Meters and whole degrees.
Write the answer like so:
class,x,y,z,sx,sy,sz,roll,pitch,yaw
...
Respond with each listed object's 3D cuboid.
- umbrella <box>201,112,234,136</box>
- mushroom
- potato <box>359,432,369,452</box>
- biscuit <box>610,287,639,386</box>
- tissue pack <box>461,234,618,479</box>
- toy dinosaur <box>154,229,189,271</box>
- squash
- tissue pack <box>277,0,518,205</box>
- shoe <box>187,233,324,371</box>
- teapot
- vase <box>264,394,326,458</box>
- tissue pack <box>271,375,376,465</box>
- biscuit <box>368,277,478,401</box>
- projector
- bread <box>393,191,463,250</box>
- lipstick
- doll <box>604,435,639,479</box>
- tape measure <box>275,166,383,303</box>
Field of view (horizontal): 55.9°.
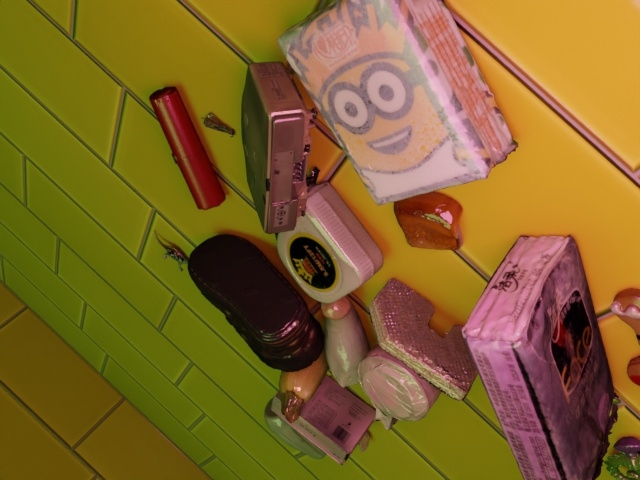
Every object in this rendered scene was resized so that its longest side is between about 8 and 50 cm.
class,x,y,z,sx,sy,sz,roll,pitch,yaw
umbrella,-0.212,-0.239,1.247,0.083,0.020,0.031,31,103,17
mushroom,0.049,0.205,1.358,0.103,0.118,0.270,-11,126,6
potato,0.115,0.545,1.705,0.037,0.036,0.093,-140,30,-83
biscuit,0.569,0.201,0.920,0.197,0.049,0.301,1,127,46
tissue pack,0.355,0.201,0.943,0.122,0.259,0.361,-2,123,40
toy dinosaur,-0.413,0.043,1.703,0.180,0.037,0.058,33,119,3
squash,-0.039,0.316,1.464,0.137,0.287,0.137,4,111,10
tissue pack,0.109,-0.218,0.873,0.228,0.128,0.310,-13,114,49
shoe,-0.151,0.151,1.444,0.384,0.171,0.237,35,159,35
teapot,0.192,0.285,1.253,0.163,0.178,0.221,7,125,41
vase,-0.062,0.571,1.826,0.128,0.128,0.248,-5,131,46
tissue pack,0.011,0.458,1.620,0.246,0.148,0.092,33,144,17
biscuit,0.203,0.184,1.167,0.250,0.147,0.046,35,140,15
projector,-0.077,-0.162,1.031,0.269,0.088,0.193,98,156,-49
bread,0.187,-0.028,1.056,0.129,0.044,0.126,8,132,35
lipstick,-0.290,-0.197,1.318,0.073,0.073,0.279,8,130,39
doll,0.599,0.406,1.091,0.115,0.050,0.190,53,145,-1
tape measure,0.000,0.000,1.211,0.235,0.115,0.207,53,143,1
